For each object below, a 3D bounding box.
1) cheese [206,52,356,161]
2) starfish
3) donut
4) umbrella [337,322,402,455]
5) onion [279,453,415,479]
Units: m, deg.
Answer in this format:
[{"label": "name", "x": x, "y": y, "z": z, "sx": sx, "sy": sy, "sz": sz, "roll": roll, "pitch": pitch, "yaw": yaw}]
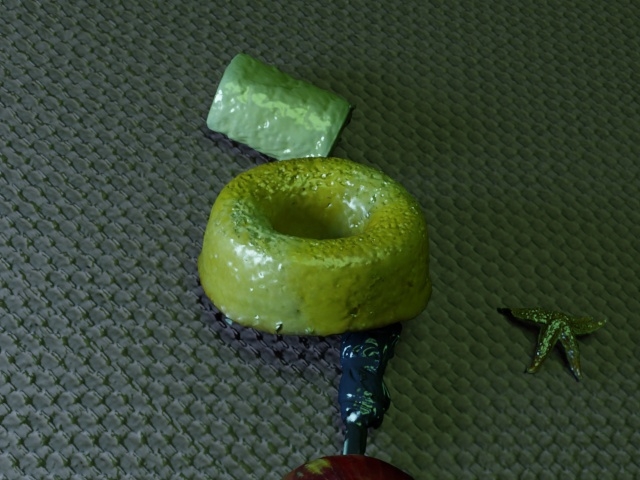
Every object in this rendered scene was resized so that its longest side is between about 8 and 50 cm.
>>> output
[{"label": "cheese", "x": -0.051, "y": -0.161, "z": 1.742, "sx": 0.167, "sy": 0.094, "sz": 0.123, "roll": 25, "pitch": 49, "yaw": 0}, {"label": "starfish", "x": 0.279, "y": 0.107, "z": 1.682, "sx": 0.130, "sy": 0.041, "sz": 0.133, "roll": 30, "pitch": 47, "yaw": 6}, {"label": "donut", "x": -0.002, "y": 0.001, "z": 1.573, "sx": 0.277, "sy": 0.108, "sz": 0.277, "roll": 4, "pitch": 37, "yaw": -3}, {"label": "umbrella", "x": 0.048, "y": 0.162, "z": 1.528, "sx": 0.071, "sy": 0.071, "sz": 0.248, "roll": 18, "pitch": 46, "yaw": -7}, {"label": "onion", "x": 0.038, "y": 0.324, "z": 1.339, "sx": 0.248, "sy": 0.161, "sz": 0.248, "roll": 22, "pitch": 52, "yaw": -31}]
